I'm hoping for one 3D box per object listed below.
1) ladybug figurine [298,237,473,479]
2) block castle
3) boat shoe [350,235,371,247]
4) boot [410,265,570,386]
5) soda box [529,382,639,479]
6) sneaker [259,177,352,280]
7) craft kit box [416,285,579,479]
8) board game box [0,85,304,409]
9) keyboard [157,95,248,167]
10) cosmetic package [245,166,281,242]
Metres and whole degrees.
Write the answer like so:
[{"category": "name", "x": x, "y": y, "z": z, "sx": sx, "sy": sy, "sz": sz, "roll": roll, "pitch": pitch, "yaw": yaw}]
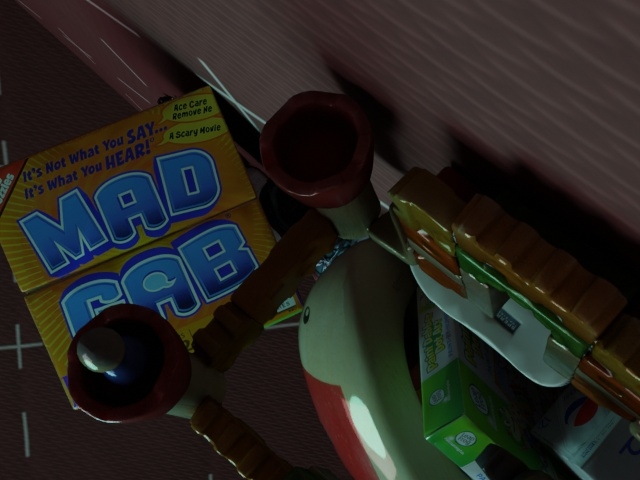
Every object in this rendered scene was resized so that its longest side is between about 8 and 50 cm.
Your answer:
[{"category": "ladybug figurine", "x": 0.108, "y": 0.211, "z": 0.968, "sx": 0.449, "sy": 0.162, "sz": 0.305, "roll": 62, "pitch": -149, "yaw": -15}, {"category": "block castle", "x": 0.075, "y": 0.123, "z": 0.500, "sx": 0.453, "sy": 0.303, "sz": 0.213, "roll": 38, "pitch": 174, "yaw": 22}, {"category": "boat shoe", "x": 0.072, "y": 0.007, "z": 1.069, "sx": 0.040, "sy": 0.049, "sz": 0.142, "roll": 8, "pitch": 176, "yaw": -6}, {"category": "boot", "x": 0.160, "y": 0.057, "z": 0.671, "sx": 0.190, "sy": 0.069, "sz": 0.086, "roll": 49, "pitch": -165, "yaw": 23}, {"category": "soda box", "x": 0.355, "y": 0.261, "z": 0.767, "sx": 0.286, "sy": 0.098, "sz": 0.091, "roll": 43, "pitch": 175, "yaw": -18}, {"category": "sneaker", "x": 0.000, "y": 0.000, "z": 1.195, "sx": 0.262, "sy": 0.104, "sz": 0.125, "roll": 41, "pitch": 173, "yaw": -2}, {"category": "craft kit box", "x": 0.207, "y": 0.186, "z": 0.829, "sx": 0.247, "sy": 0.061, "sz": 0.249, "roll": 40, "pitch": -153, "yaw": -19}, {"category": "board game box", "x": -0.268, "y": 0.011, "z": 1.211, "sx": 0.356, "sy": 0.357, "sz": 0.356, "roll": 165, "pitch": 81, "yaw": -84}, {"category": "keyboard", "x": -0.276, "y": -0.245, "z": 1.607, "sx": 0.201, "sy": 0.033, "sz": 0.317, "roll": 44, "pitch": 174, "yaw": -29}, {"category": "cosmetic package", "x": -0.135, "y": -0.044, "z": 1.577, "sx": 0.184, "sy": 0.151, "sz": 0.151, "roll": 42, "pitch": 175, "yaw": -20}]
